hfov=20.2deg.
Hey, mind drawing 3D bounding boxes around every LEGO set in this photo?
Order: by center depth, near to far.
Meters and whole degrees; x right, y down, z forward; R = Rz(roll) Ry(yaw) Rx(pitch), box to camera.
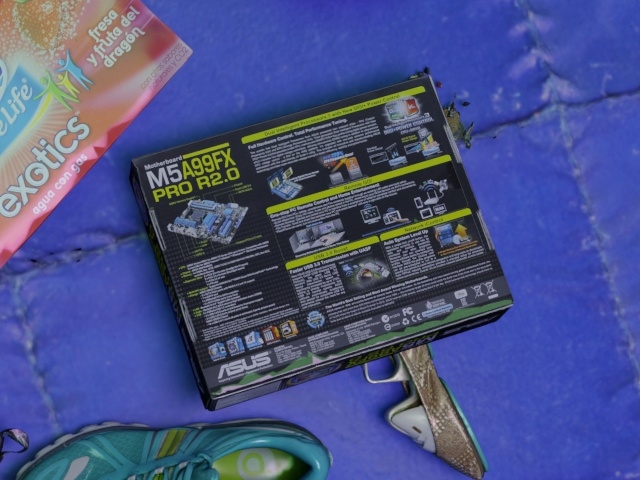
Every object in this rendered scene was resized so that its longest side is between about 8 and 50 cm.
[{"bbox_3d":[0.106,-0.113,1.596,0.054,0.023,0.083,-17,80,-17],"label":"LEGO set"}]

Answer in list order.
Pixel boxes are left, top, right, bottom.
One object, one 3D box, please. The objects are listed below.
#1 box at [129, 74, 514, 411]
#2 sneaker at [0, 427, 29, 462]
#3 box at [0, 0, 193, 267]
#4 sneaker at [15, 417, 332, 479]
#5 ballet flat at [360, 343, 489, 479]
[{"bbox_3d":[0.000,0.000,1.504,0.270,0.060,0.216,-17,77,-12],"label":"box"},{"bbox_3d":[-0.362,0.133,1.421,0.268,0.101,0.153,39,79,-17],"label":"sneaker"},{"bbox_3d":[-0.259,-0.082,1.425,0.142,0.154,0.300,42,80,-10],"label":"box"},{"bbox_3d":[-0.124,0.197,1.477,0.275,0.110,0.107,-11,92,-15],"label":"sneaker"},{"bbox_3d":[0.076,0.123,1.558,0.067,0.073,0.206,-24,86,-10],"label":"ballet flat"}]
